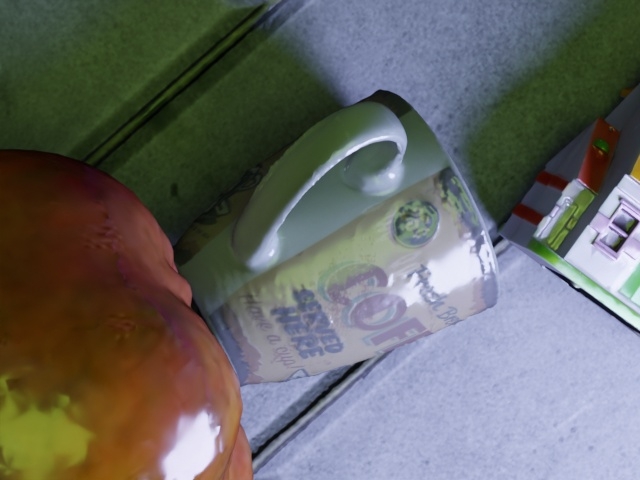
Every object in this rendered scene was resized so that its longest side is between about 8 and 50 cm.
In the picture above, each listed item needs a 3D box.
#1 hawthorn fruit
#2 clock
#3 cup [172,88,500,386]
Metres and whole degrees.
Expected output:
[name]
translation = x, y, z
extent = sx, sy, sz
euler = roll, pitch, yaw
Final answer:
[hawthorn fruit]
translation = -0.286, 0.158, 1.621
extent = 0.472, 0.472, 0.471
euler = -2, 101, -12
[clock]
translation = 0.359, -0.059, 1.869
extent = 0.235, 0.166, 0.309
euler = 35, 90, -16
[cup]
translation = 0.000, 0.000, 1.726
extent = 0.257, 0.301, 0.227
euler = -29, 63, -13
